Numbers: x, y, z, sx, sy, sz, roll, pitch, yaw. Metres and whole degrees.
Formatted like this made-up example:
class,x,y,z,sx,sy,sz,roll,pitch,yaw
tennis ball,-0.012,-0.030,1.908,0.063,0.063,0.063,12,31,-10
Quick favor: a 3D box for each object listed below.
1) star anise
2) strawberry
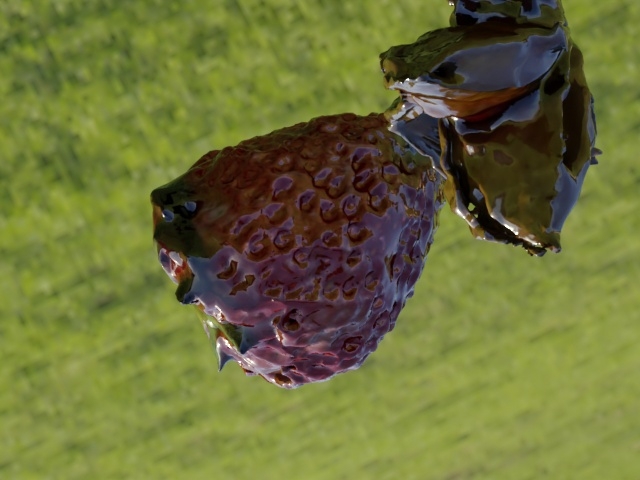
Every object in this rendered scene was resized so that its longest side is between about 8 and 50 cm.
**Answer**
class,x,y,z,sx,sy,sz,roll,pitch,yaw
star anise,0.120,-0.090,1.366,0.148,0.237,0.346,-9,170,2
strawberry,-0.006,0.010,2.079,0.310,0.291,0.292,-11,169,5
